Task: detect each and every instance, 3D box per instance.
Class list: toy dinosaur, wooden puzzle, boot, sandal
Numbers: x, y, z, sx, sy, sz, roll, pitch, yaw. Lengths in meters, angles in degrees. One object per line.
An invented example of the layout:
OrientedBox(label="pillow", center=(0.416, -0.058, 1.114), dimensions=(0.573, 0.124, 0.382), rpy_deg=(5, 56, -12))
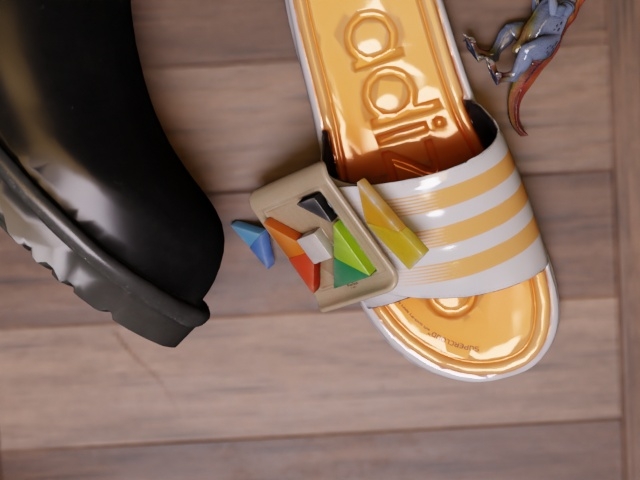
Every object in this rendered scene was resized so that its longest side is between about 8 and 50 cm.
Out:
OrientedBox(label="toy dinosaur", center=(0.115, -0.114, 0.882), dimensions=(0.082, 0.047, 0.090), rpy_deg=(-31, 129, -4))
OrientedBox(label="wooden puzzle", center=(0.000, 0.000, 0.858), dimensions=(0.014, 0.116, 0.078), rpy_deg=(-38, 94, -36))
OrientedBox(label="boot", center=(-0.093, -0.148, 0.824), dimensions=(0.260, 0.131, 0.348), rpy_deg=(-37, 95, 5))
OrientedBox(label="sandal", center=(0.040, -0.046, 0.861), dimensions=(0.102, 0.076, 0.265), rpy_deg=(-21, 97, 5))
